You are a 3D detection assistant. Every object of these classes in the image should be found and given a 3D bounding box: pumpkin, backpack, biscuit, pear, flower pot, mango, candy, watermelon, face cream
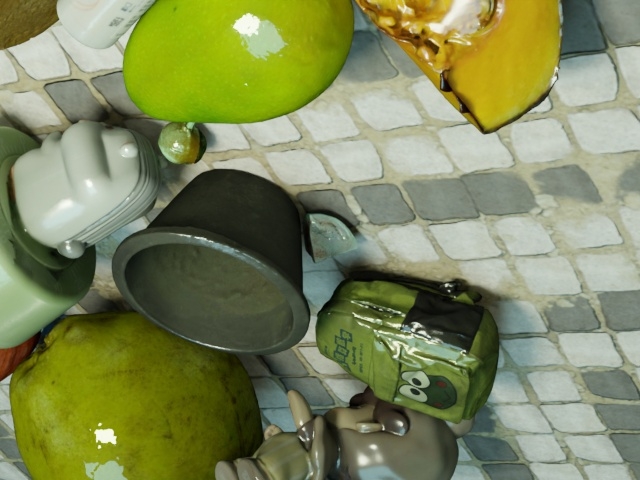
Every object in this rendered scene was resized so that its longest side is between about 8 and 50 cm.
[{"bbox_3d":[0.121,-0.272,1.525,0.169,0.148,0.312,-43,125,8],"label":"pumpkin"},{"bbox_3d":[0.120,0.134,2.046,0.253,0.140,0.207,19,146,13],"label":"backpack"},{"bbox_3d":[-0.314,-0.279,1.639,0.042,0.226,0.226,54,143,7],"label":"biscuit"},{"bbox_3d":[-0.268,0.286,2.255,0.413,0.352,0.352,40,141,-23],"label":"pear"},{"bbox_3d":[-0.125,0.015,1.973,0.269,0.166,0.269,11,145,8],"label":"flower pot"},{"bbox_3d":[-0.100,-0.211,1.660,0.192,0.156,0.343,45,143,-22],"label":"mango"},{"bbox_3d":[-0.147,-0.164,1.848,0.061,0.061,0.202,25,137,-8],"label":"candy"},{"bbox_3d":[0.000,0.000,1.978,0.085,0.061,0.085,12,153,6],"label":"watermelon"},{"bbox_3d":[-0.176,-0.310,1.588,0.082,0.082,0.269,35,127,-21],"label":"face cream"}]

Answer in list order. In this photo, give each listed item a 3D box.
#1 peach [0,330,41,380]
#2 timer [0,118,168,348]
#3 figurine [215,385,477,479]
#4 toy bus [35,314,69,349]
[{"bbox_3d":[-0.525,0.101,2.246,0.232,0.232,0.257,31,130,-16],"label":"peach"},{"bbox_3d":[-0.344,-0.050,1.943,0.315,0.291,0.291,-26,128,21],"label":"timer"},{"bbox_3d":[0.044,0.312,2.179,0.380,0.203,0.248,-6,147,-29],"label":"figurine"},{"bbox_3d":[-0.397,0.220,2.448,0.079,0.094,0.236,15,144,17],"label":"toy bus"}]
